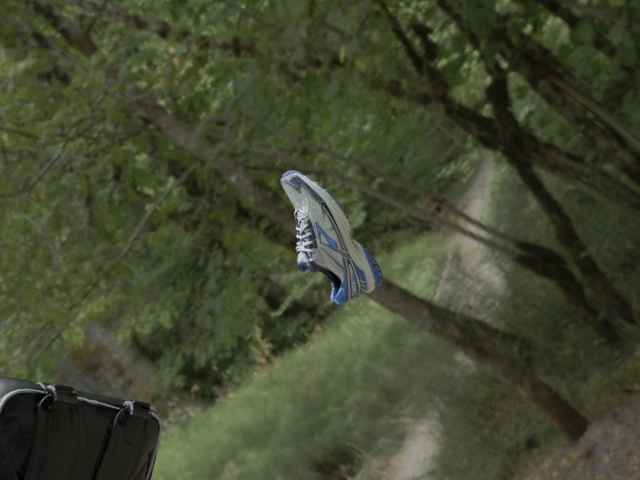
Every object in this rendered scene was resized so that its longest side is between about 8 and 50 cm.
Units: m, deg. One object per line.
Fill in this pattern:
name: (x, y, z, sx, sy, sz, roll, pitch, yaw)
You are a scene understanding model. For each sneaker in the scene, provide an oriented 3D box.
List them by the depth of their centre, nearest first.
sneaker: (0.000, 0.000, 0.738, 0.058, 0.135, 0.052, -37, 9, -13)

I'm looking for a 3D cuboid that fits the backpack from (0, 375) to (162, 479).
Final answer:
backpack: (-0.295, 0.270, 0.810, 0.225, 0.191, 0.253, 27, -113, -49)
